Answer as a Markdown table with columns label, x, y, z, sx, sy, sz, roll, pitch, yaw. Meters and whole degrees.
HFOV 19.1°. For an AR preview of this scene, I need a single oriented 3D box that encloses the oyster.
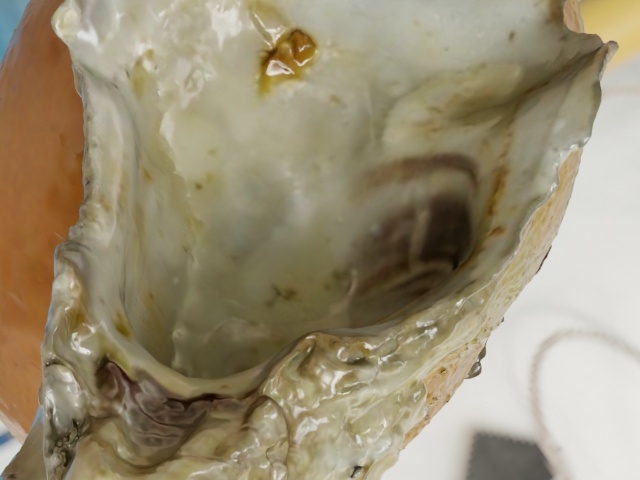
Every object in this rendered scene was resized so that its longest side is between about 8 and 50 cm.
| label | x | y | z | sx | sy | sz | roll | pitch | yaw |
| --- | --- | --- | --- | --- | --- | --- | --- | --- | --- |
| oyster | -0.016 | 0.003 | 0.530 | 0.107 | 0.162 | 0.232 | 90 | 17 | -51 |

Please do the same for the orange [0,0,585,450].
| label | x | y | z | sx | sy | sz | roll | pitch | yaw |
| --- | --- | --- | --- | --- | --- | --- | --- | --- | --- |
| orange | -0.026 | -0.037 | 0.834 | 0.310 | 0.274 | 0.274 | -51 | 164 | -21 |
